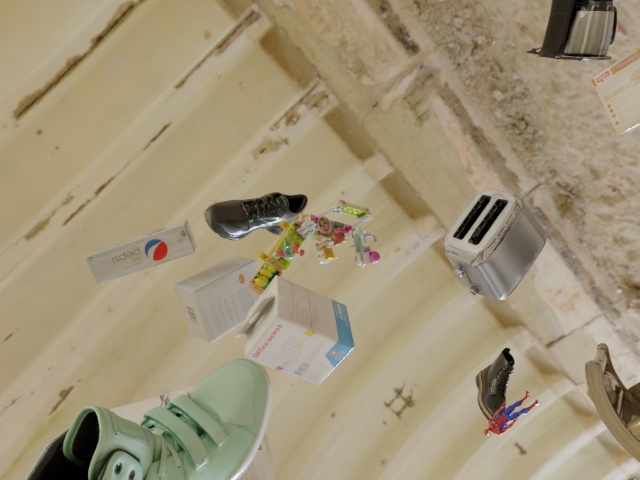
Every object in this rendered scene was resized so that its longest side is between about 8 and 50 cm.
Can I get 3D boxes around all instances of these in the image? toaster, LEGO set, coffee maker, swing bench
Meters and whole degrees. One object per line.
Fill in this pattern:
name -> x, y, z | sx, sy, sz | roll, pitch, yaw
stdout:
toaster -> 0.357, -0.002, 0.984 | 0.146, 0.227, 0.129 | 42, 173, -35
LEGO set -> 0.000, 0.000, 0.828 | 0.286, 0.107, 0.132 | -14, -100, -44
coffee maker -> 0.497, -0.452, 0.949 | 0.171, 0.178, 0.120 | 21, -149, 37
swing bench -> 0.474, 0.180, 0.570 | 0.253, 0.254, 0.165 | 8, -119, -56

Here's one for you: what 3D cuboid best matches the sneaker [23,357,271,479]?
sneaker -> -0.130, 0.169, 0.417 | 0.094, 0.151, 0.256 | 19, -137, 24

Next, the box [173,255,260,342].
box -> -0.226, 0.130, 1.114 | 0.091, 0.170, 0.130 | 7, 117, 45

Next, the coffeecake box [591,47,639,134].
coffeecake box -> 0.872, -0.413, 1.347 | 0.068, 0.142, 0.186 | -12, -103, -31

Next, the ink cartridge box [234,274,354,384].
ink cartridge box -> -0.040, 0.124, 0.689 | 0.143, 0.092, 0.090 | 27, -152, -21

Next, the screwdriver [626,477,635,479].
screwdriver -> 0.403, 0.377, 0.708 | 0.025, 0.170, 0.024 | 33, -135, 5

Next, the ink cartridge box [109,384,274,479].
ink cartridge box -> -0.246, 0.392, 0.906 | 0.117, 0.282, 0.207 | -117, 13, -75

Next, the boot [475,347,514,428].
boot -> 0.502, 0.405, 1.349 | 0.076, 0.137, 0.198 | 21, -150, -12

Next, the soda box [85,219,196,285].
soda box -> -0.385, 0.023, 1.053 | 0.074, 0.216, 0.069 | -135, 26, -74

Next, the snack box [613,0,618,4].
snack box -> 0.727, -0.649, 1.192 | 0.100, 0.141, 0.037 | 56, -166, 14

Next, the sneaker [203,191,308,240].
sneaker -> -0.139, -0.070, 1.091 | 0.267, 0.106, 0.101 | -8, -117, -49

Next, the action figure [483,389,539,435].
action figure -> 0.348, 0.323, 0.893 | 0.038, 0.115, 0.030 | 48, 171, 44
